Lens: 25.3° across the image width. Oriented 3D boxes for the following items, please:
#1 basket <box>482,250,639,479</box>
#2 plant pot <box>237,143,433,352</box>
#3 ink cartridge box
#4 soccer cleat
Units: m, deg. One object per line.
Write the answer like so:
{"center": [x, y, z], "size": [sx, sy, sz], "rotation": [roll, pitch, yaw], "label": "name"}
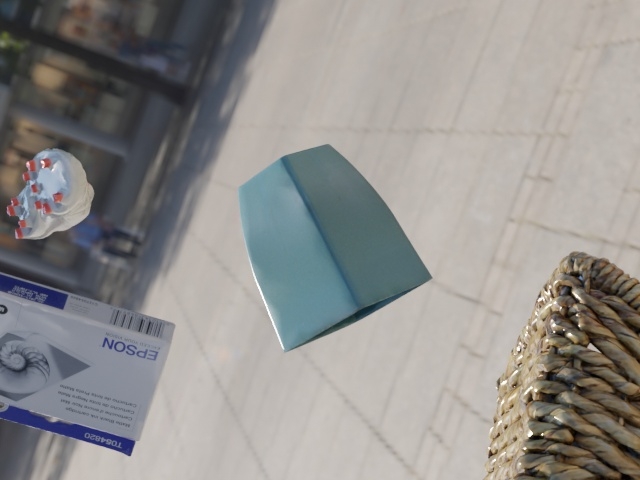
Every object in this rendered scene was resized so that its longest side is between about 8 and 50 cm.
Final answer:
{"center": [0.227, 0.171, 0.994], "size": [0.299, 0.213, 0.223], "rotation": [95, -170, -65], "label": "basket"}
{"center": [0.000, 0.000, 1.947], "size": [0.165, 0.234, 0.165], "rotation": [-33, -9, 40], "label": "plant pot"}
{"center": [-0.304, 0.161, 1.682], "size": [0.045, 0.223, 0.224], "rotation": [-83, 11, -55], "label": "ink cartridge box"}
{"center": [-0.256, -0.049, 1.414], "size": [0.196, 0.076, 0.068], "rotation": [-32, 76, 63], "label": "soccer cleat"}
